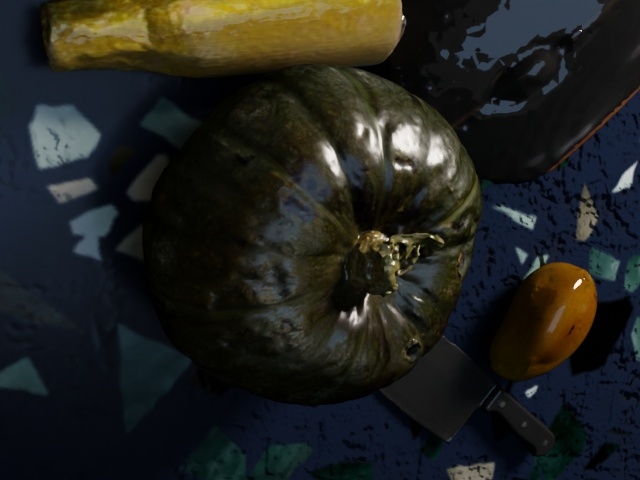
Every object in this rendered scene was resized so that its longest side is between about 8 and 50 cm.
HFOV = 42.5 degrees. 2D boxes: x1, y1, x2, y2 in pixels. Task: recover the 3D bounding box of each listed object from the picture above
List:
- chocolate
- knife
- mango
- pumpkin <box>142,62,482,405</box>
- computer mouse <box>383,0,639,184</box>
[{"bbox_3d":[-0.058,-0.138,0.506,0.219,0.085,0.085,-12,107,-24],"label":"chocolate"},{"bbox_3d":[0.112,0.132,0.697,0.245,0.019,0.072,40,87,-26],"label":"knife"},{"bbox_3d":[0.187,0.070,0.693,0.114,0.060,0.080,-49,134,-11],"label":"mango"},{"bbox_3d":[0.000,0.000,0.522,0.224,0.157,0.223,-10,111,-29],"label":"pumpkin"},{"bbox_3d":[0.183,-0.179,0.601,0.323,0.116,0.183,-46,113,-9],"label":"computer mouse"}]
